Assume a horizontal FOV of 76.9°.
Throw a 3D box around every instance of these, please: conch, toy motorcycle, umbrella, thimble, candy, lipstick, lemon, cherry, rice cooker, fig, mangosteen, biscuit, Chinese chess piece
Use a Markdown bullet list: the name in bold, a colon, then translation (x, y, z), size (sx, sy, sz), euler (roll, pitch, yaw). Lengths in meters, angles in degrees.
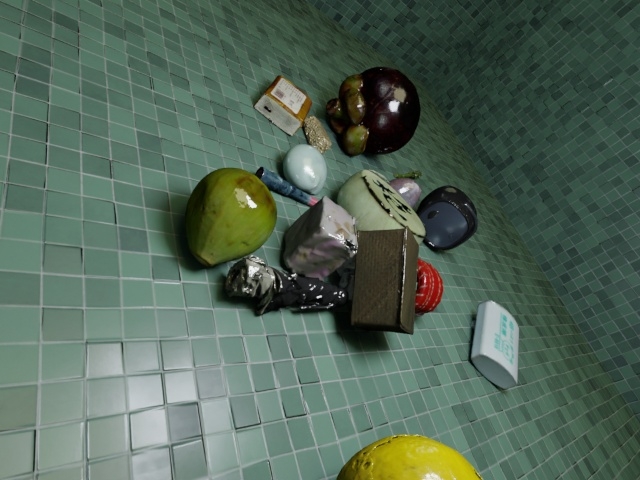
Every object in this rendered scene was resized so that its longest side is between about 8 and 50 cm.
- **conch**: translation (-0.040, -0.243, 1.386), size (0.221, 0.120, 0.185), euler (-55, 131, -59)
- **toy motorcycle**: translation (0.105, 0.068, 1.233), size (0.112, 0.112, 0.254), euler (33, 37, -22)
- **umbrella**: translation (-0.062, 0.127, 0.991), size (0.357, 0.113, 0.106), euler (19, 46, -40)
- **thimble**: translation (0.308, 0.145, 1.336), size (0.125, 0.163, 0.190), euler (20, 44, -38)
- **candy**: translation (0.000, 0.000, 1.112), size (0.137, 0.195, 0.185), euler (34, 33, -24)
- **lipstick**: translation (-0.099, -0.162, 1.279), size (0.234, 0.053, 0.054), euler (23, 42, -35)
- **lemon**: translation (0.162, 0.503, 0.723), size (0.297, 0.297, 0.297), euler (29, 39, -27)
- **cherry**: translation (0.325, -0.186, 1.671), size (0.176, 0.176, 0.140), euler (23, 24, -33)
- **rice cooker**: translation (0.552, -0.101, 1.774), size (0.267, 0.267, 0.224), euler (48, 31, -1)
- **fig**: translation (-0.208, -0.058, 0.926), size (0.207, 0.207, 0.230), euler (44, 34, -7)
- **mangosteen**: translation (0.247, -0.560, 1.778), size (0.421, 0.381, 0.381), euler (-30, 81, -42)
- **biscuit**: translation (-0.016, -0.426, 1.611), size (0.082, 0.070, 0.169), euler (22, 40, -47)
- **Chinese chess piece**: translation (0.221, -0.097, 1.440), size (0.349, 0.146, 0.349), euler (37, 26, -21)

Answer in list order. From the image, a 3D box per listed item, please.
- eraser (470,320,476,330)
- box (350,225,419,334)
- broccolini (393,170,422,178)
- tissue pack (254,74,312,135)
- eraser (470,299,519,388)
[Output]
- **eraser**: translation (0.641, 0.363, 1.620), size (0.083, 0.019, 0.038), euler (47, 36, -3)
- **box**: translation (0.183, 0.113, 1.119), size (0.184, 0.143, 0.274), euler (40, 53, -61)
- **broccolini**: translation (0.443, -0.335, 2.061), size (0.239, 0.051, 0.054), euler (-13, 73, -45)
- **tissue pack**: translation (-0.133, -0.527, 1.556), size (0.183, 0.092, 0.226), euler (37, 35, -18)
- **eraser**: translation (0.667, 0.387, 1.533), size (0.189, 0.104, 0.290), euler (45, 41, -10)
